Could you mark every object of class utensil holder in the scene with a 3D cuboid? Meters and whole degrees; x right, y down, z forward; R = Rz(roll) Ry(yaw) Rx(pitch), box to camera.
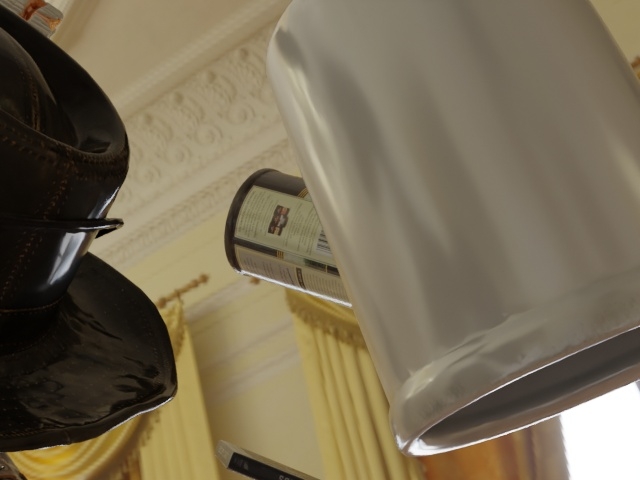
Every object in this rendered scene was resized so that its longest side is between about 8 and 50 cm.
[{"bbox_3d":[0.153,-0.050,0.825,0.327,0.386,0.328,-18,-21,-7],"label":"utensil holder"}]

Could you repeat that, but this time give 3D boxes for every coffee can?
[{"bbox_3d":[0.000,0.000,1.609,0.275,0.202,0.201,16,-19,29],"label":"coffee can"}]

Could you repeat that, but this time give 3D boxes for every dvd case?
[{"bbox_3d":[-0.031,0.349,1.317,0.238,0.030,0.179,24,-11,-9],"label":"dvd case"}]

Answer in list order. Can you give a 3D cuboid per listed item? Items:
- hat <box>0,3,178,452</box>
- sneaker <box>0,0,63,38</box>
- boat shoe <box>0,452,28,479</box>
[{"bbox_3d":[-0.186,-0.051,0.423,0.331,0.331,0.134,19,-75,-43],"label":"hat"},{"bbox_3d":[-0.337,-0.216,0.986,0.084,0.215,0.083,37,-76,-9],"label":"sneaker"},{"bbox_3d":[-0.398,0.325,1.128,0.123,0.342,0.123,-30,-9,-42],"label":"boat shoe"}]
